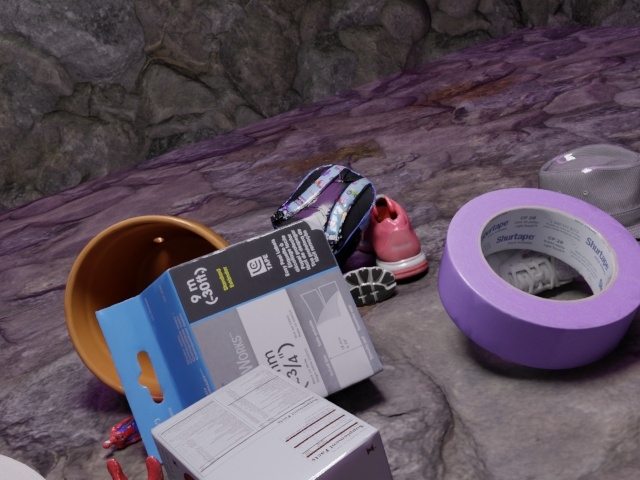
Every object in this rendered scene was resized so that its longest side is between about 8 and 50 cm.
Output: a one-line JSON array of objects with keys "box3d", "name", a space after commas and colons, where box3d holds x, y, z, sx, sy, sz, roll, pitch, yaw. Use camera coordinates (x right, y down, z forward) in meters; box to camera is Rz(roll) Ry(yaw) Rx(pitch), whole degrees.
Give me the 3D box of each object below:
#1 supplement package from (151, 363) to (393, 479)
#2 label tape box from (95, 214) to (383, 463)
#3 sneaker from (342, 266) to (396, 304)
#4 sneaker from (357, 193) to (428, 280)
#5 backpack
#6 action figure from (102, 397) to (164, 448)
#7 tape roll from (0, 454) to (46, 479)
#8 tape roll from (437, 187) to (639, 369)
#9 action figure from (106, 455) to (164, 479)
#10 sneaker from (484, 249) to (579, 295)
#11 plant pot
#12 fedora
[{"box3d": [-0.038, 0.266, 0.745, 0.149, 0.194, 0.203, -28, 25, -28], "name": "supplement package"}, {"box3d": [-0.116, 0.139, 1.027, 0.334, 0.240, 0.106, -21, -9, -14], "name": "label tape box"}, {"box3d": [0.051, 0.077, 1.325, 0.170, 0.068, 0.071, -10, 16, 13], "name": "sneaker"}, {"box3d": [0.129, -0.038, 1.453, 0.116, 0.136, 0.314, -16, 22, -6], "name": "sneaker"}, {"box3d": [0.017, -0.046, 1.355, 0.158, 0.117, 0.173, 28, 68, 23], "name": "backpack"}, {"box3d": [-0.268, 0.272, 1.092, 0.115, 0.038, 0.030, -29, 9, -32], "name": "action figure"}, {"box3d": [-0.380, 0.369, 0.643, 0.392, 0.072, 0.392, -7, 42, 7], "name": "tape roll"}, {"box3d": [0.309, 0.046, 1.049, 0.275, 0.090, 0.274, 2, 45, -2], "name": "tape roll"}, {"box3d": [-0.279, 0.329, 0.840, 0.092, 0.139, 0.280, -10, 25, 16], "name": "action figure"}, {"box3d": [0.326, 0.034, 1.179, 0.152, 0.114, 0.305, 5, 29, 43], "name": "sneaker"}, {"box3d": [-0.239, 0.097, 1.221, 0.291, 0.290, 0.203, -12, 5, 7], "name": "plant pot"}, {"box3d": [0.514, -0.101, 1.373, 0.244, 0.124, 0.276, -32, 27, -35], "name": "fedora"}]
